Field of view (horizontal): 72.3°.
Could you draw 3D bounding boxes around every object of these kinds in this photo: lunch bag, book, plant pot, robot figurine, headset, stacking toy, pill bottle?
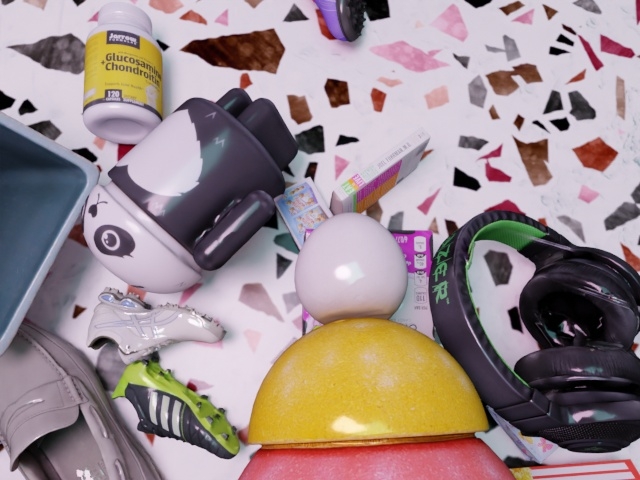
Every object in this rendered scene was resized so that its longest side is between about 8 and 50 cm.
[{"bbox_3d":[0.258,0.217,0.542,0.071,0.053,0.083,-34,69,-9],"label":"lunch bag"},{"bbox_3d":[0.080,-0.085,0.596,0.144,0.096,0.035,-36,78,-9],"label":"book"},{"bbox_3d":[-0.469,-0.041,0.503,0.253,0.247,0.247,10,72,42],"label":"plant pot"},{"bbox_3d":[-0.159,-0.065,0.550,0.173,0.209,0.278,45,79,-12],"label":"robot figurine"},{"bbox_3d":[0.308,0.109,0.473,0.394,0.185,0.243,34,52,-7],"label":"headset"},{"bbox_3d":[0.046,0.196,0.392,0.351,0.350,0.479,-2,64,0],"label":"stacking toy"},{"bbox_3d":[-0.283,-0.241,0.633,0.103,0.103,0.183,-6,76,-1],"label":"pill bottle"}]

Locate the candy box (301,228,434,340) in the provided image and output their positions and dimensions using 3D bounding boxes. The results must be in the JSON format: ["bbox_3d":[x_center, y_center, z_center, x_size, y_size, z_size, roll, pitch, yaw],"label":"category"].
[{"bbox_3d":[0.056,0.104,0.544,0.160,0.071,0.233,0,84,-2],"label":"candy box"}]

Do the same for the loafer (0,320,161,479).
[{"bbox_3d":[-0.308,0.214,0.511,0.319,0.111,0.112,42,79,10],"label":"loafer"}]

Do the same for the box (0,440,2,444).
[{"bbox_3d":[-0.450,0.184,0.547,0.054,0.059,0.168,-34,78,-9],"label":"box"}]

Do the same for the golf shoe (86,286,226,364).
[{"bbox_3d":[-0.208,0.120,0.554,0.177,0.069,0.085,9,62,12],"label":"golf shoe"}]

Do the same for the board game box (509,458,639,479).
[{"bbox_3d":[0.280,0.327,0.477,0.194,0.045,0.146,-4,38,-2],"label":"board game box"}]

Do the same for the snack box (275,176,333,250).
[{"bbox_3d":[0.000,0.000,0.612,0.064,0.022,0.178,-28,77,-5],"label":"snack box"}]

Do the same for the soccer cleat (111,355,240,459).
[{"bbox_3d":[-0.179,0.219,0.543,0.179,0.060,0.072,33,87,15],"label":"soccer cleat"}]

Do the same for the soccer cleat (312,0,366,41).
[{"bbox_3d":[-0.003,-0.447,0.698,0.117,0.109,0.317,-12,77,18],"label":"soccer cleat"}]
